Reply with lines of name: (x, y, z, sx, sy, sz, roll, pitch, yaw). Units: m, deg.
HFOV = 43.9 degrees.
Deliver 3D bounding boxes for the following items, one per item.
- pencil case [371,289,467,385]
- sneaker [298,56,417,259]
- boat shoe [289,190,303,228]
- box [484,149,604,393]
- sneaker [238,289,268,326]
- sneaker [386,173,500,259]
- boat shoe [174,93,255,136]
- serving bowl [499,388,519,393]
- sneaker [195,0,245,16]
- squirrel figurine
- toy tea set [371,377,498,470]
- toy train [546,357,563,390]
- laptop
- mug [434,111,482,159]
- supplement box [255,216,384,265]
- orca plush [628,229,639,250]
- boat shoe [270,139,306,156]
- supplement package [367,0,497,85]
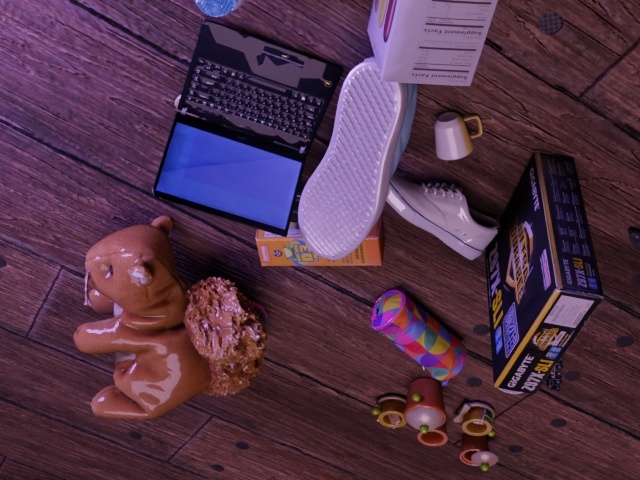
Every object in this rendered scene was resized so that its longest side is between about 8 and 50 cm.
pencil case: (0.203, 0.202, 1.644, 0.104, 0.104, 0.236, -29, 122, 32)
sneaker: (0.078, -0.132, 1.285, 0.135, 0.150, 0.365, 33, 126, 14)
boat shoe: (-0.144, -0.092, 1.444, 0.233, 0.084, 0.079, 19, 96, 0)
box: (0.355, 0.050, 1.311, 0.079, 0.322, 0.257, 11, 135, -3)
sneaker: (-0.164, 0.151, 1.695, 0.119, 0.047, 0.057, 42, 133, -18)
sneaker: (0.207, -0.065, 1.400, 0.258, 0.094, 0.091, 30, 113, -25)
boat shoe: (-0.181, -0.195, 1.351, 0.153, 0.048, 0.056, 34, 130, -23)
serving bowl: (0.428, 0.304, 1.753, 0.083, 0.027, 0.083, 5, 134, 5)
sneaker: (-0.161, -0.430, 1.098, 0.088, 0.092, 0.228, -7, 113, 19)
squirrel figurine: (-0.285, 0.140, 1.573, 0.397, 0.281, 0.370, 6, 123, 9)
toy tea set: (0.291, 0.450, 1.851, 0.336, 0.124, 0.200, 26, 132, -15)
toy train: (0.504, 0.271, 1.711, 0.036, 0.027, 0.158, 6, 136, 19)
laptop: (-0.117, -0.174, 1.268, 0.234, 0.136, 0.264, 17, 126, -13)
mug: (0.219, -0.179, 1.305, 0.062, 0.078, 0.064, 16, 136, 43)
supplement box: (0.000, 0.000, 1.493, 0.234, 0.080, 0.078, 0, 132, 13)
orca plush: (0.621, -0.028, 1.382, 0.287, 0.102, 0.151, 57, 164, -25)
boat shoe: (-0.086, -0.146, 1.385, 0.137, 0.043, 0.049, -26, 107, 9)
supplement package: (0.157, -0.347, 1.067, 0.134, 0.139, 0.244, 1, 135, -10)
